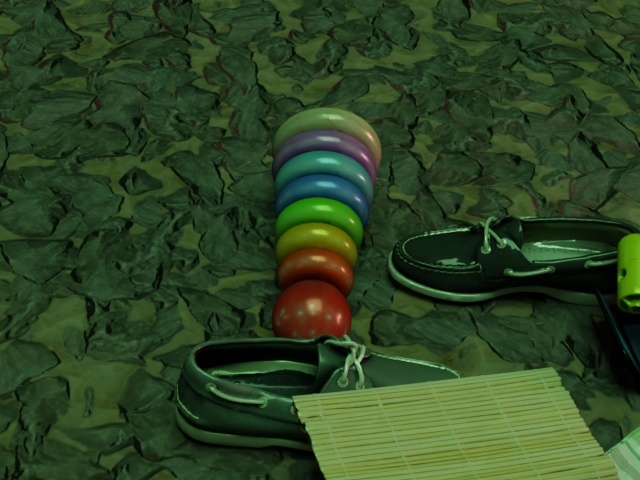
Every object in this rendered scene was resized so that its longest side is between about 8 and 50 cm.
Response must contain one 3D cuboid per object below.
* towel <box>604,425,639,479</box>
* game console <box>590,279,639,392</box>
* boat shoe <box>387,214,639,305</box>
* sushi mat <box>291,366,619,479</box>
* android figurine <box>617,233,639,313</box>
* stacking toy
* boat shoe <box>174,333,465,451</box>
[{"bbox_3d":[0.354,0.242,1.119,0.152,0.023,0.113,-26,50,-29],"label":"towel"},{"bbox_3d":[0.367,0.105,1.232,0.107,0.071,0.122,-3,44,-8],"label":"game console"},{"bbox_3d":[0.234,0.011,1.307,0.302,0.091,0.114,0,43,-5],"label":"boat shoe"},{"bbox_3d":[0.136,0.195,1.069,0.316,0.019,0.151,-3,41,-24],"label":"sushi mat"},{"bbox_3d":[0.451,0.060,1.236,0.248,0.056,0.273,18,55,-12],"label":"android figurine"},{"bbox_3d":[0.000,0.000,1.288,0.141,0.141,0.330,4,50,0],"label":"stacking toy"},{"bbox_3d":[0.009,0.153,1.129,0.319,0.099,0.116,1,40,-5],"label":"boat shoe"}]
